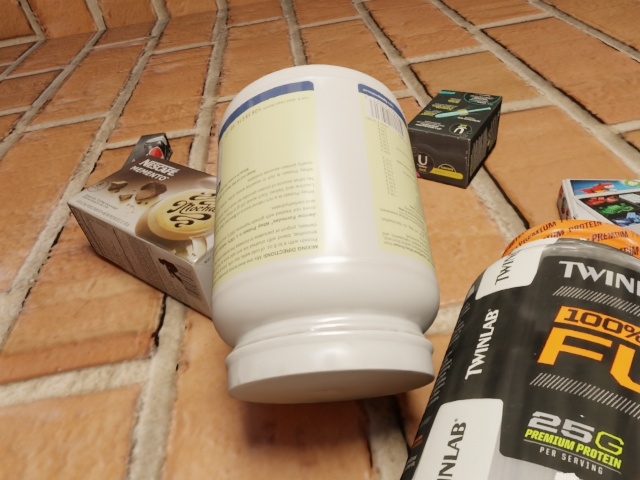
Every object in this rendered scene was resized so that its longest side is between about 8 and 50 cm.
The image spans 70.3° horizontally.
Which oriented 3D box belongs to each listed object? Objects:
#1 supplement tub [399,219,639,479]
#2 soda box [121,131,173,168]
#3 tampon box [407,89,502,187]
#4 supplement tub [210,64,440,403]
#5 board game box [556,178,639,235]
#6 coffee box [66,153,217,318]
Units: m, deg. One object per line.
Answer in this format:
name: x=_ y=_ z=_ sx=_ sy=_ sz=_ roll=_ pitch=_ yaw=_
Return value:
supplement tub: x=0.200 y=0.146 z=0.380 sx=0.207 sy=0.207 sz=0.338 roll=13 pitch=46 yaw=24
soda box: x=-0.366 y=-0.163 z=0.960 sx=0.060 sy=0.053 sz=0.168 roll=-6 pitch=42 yaw=5
tampon box: x=0.243 y=-0.190 z=0.832 sx=0.121 sy=0.101 sz=0.161 roll=20 pitch=50 yaw=30
supplement tub: x=0.000 y=0.000 z=0.510 sx=0.236 sy=0.235 sz=0.324 roll=-6 pitch=63 yaw=4
board game box: x=0.501 y=-0.007 z=0.609 sx=0.306 sy=0.053 sz=0.192 roll=3 pitch=44 yaw=15
coffee box: x=-0.226 y=-0.021 z=0.719 sx=0.297 sy=0.118 sz=0.168 roll=21 pitch=48 yaw=30
